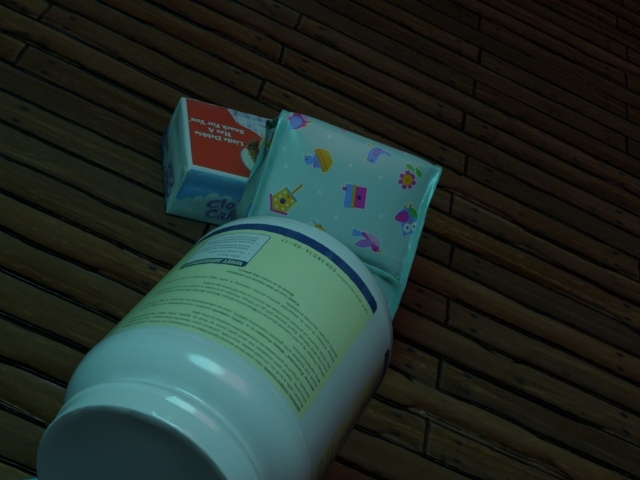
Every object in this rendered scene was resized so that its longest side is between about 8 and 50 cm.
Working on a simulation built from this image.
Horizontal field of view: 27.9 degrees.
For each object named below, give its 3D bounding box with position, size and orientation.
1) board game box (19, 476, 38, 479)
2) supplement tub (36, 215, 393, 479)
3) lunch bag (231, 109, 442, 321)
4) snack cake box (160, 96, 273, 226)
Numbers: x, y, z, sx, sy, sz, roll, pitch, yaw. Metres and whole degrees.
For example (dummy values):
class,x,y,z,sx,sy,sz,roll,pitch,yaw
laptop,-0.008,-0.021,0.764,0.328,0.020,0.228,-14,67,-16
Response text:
class,x,y,z,sx,sy,sz,roll,pitch,yaw
board game box,-0.162,0.328,1.179,0.336,0.079,0.253,-2,46,-37
supplement tub,-0.089,0.143,1.186,0.235,0.235,0.325,34,36,4
lunch bag,0.000,0.000,1.576,0.223,0.160,0.262,21,81,-12
snack cake box,-0.074,-0.085,1.725,0.264,0.089,0.152,13,41,-22
